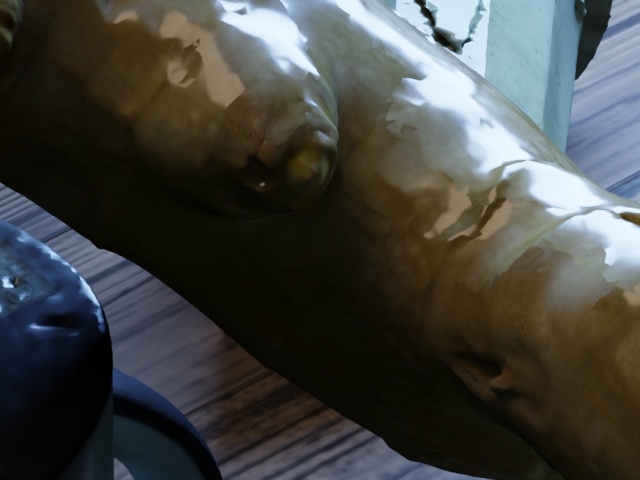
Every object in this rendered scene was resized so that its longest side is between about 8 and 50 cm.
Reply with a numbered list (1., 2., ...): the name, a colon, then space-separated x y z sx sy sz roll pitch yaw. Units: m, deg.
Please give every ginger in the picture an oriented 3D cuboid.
1. ginger: 0.010 -0.014 0.457 0.122 0.348 0.363 -52 1 7

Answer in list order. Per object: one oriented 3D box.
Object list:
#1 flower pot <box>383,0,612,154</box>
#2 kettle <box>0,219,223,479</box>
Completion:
1. flower pot: 0.039 -0.078 0.795 0.212 0.212 0.202 -11 36 15
2. kettle: -0.117 0.116 0.489 0.221 0.236 0.161 -26 43 -37
